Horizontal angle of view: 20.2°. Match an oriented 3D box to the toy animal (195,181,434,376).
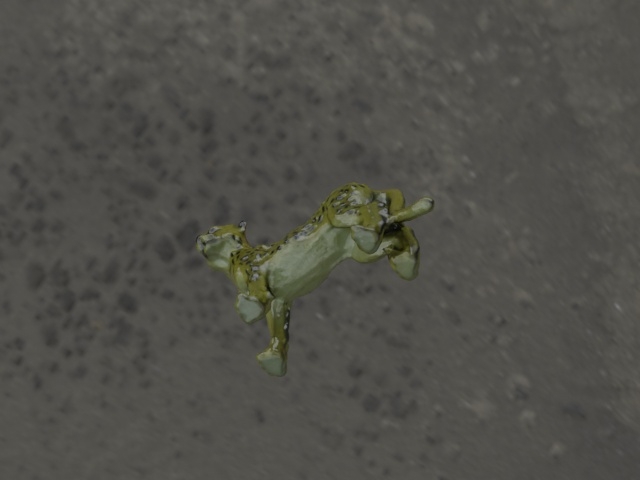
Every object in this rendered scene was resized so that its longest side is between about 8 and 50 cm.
[{"bbox_3d":[0.000,0.000,1.280,0.181,0.073,0.136,-35,28,12],"label":"toy animal"}]
